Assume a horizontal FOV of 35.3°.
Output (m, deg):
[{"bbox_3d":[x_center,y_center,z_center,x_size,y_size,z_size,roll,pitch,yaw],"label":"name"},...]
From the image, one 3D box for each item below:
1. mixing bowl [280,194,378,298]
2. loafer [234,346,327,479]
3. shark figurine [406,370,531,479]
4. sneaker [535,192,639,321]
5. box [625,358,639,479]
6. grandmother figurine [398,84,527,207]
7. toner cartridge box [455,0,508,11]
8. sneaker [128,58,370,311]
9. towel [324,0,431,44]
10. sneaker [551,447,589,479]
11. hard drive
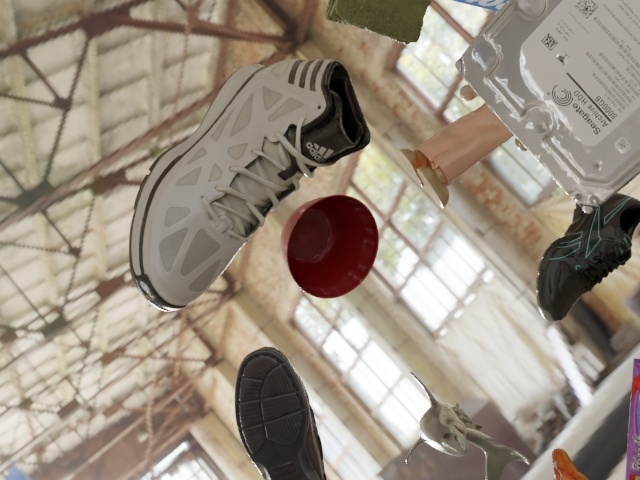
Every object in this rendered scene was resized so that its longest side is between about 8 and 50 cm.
[{"bbox_3d":[0.000,0.000,1.732,0.181,0.181,0.098,-39,30,-16],"label":"mixing bowl"},{"bbox_3d":[-0.051,0.292,1.478,0.109,0.303,0.095,-14,10,10],"label":"loafer"},{"bbox_3d":[0.182,0.295,1.465,0.116,0.166,0.278,-49,-35,4],"label":"shark figurine"},{"bbox_3d":[0.440,0.020,1.643,0.267,0.106,0.101,-58,-46,-21],"label":"sneaker"},{"bbox_3d":[0.715,0.379,1.988,0.057,0.200,0.293,45,-130,-50],"label":"box"},{"bbox_3d":[0.290,-0.199,1.581,0.342,0.208,0.104,-34,-40,-2],"label":"grandmother figurine"},{"bbox_3d":[0.292,-0.490,1.828,0.347,0.075,0.165,5,-7,-29],"label":"toner cartridge box"},{"bbox_3d":[-0.091,-0.103,1.426,0.257,0.169,0.448,-7,48,46],"label":"sneaker"},{"bbox_3d":[0.086,-0.343,1.408,0.027,0.148,0.110,-117,43,-63],"label":"towel"},{"bbox_3d":[0.384,0.374,1.446,0.067,0.175,0.064,-26,-35,5],"label":"sneaker"},{"bbox_3d":[0.316,-0.212,1.037,0.064,0.237,0.339,-32,-11,-43],"label":"hard drive"}]
